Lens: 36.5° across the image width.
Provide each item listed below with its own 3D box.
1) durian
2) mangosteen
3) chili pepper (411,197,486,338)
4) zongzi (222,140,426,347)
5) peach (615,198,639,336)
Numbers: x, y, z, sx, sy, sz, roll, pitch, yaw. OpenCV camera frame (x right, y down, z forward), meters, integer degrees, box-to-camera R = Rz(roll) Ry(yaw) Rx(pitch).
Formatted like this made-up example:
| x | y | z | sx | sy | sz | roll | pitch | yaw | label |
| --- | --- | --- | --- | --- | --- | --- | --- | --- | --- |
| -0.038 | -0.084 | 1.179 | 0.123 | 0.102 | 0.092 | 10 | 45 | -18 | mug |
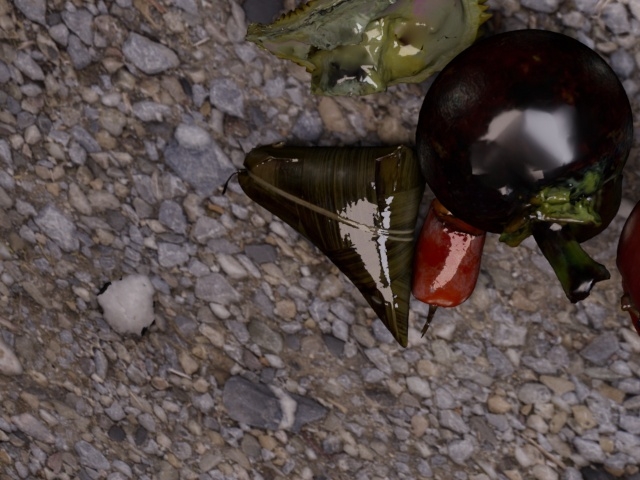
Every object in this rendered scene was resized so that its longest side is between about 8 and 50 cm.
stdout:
| x | y | z | sx | sy | sz | roll | pitch | yaw | label |
| --- | --- | --- | --- | --- | --- | --- | --- | --- | --- |
| 0.061 | -0.245 | 1.063 | 0.306 | 0.166 | 0.172 | -10 | 105 | 37 | durian |
| 0.225 | -0.077 | 1.005 | 0.231 | 0.231 | 0.289 | -41 | 50 | 32 | mangosteen |
| 0.150 | 0.042 | 1.195 | 0.084 | 0.086 | 0.192 | 13 | 115 | -2 | chili pepper |
| 0.000 | 0.000 | 1.191 | 0.247 | 0.111 | 0.241 | 4 | 88 | 21 | zongzi |
| 0.454 | 0.005 | 0.970 | 0.361 | 0.201 | 0.258 | -30 | 111 | 1 | peach |
